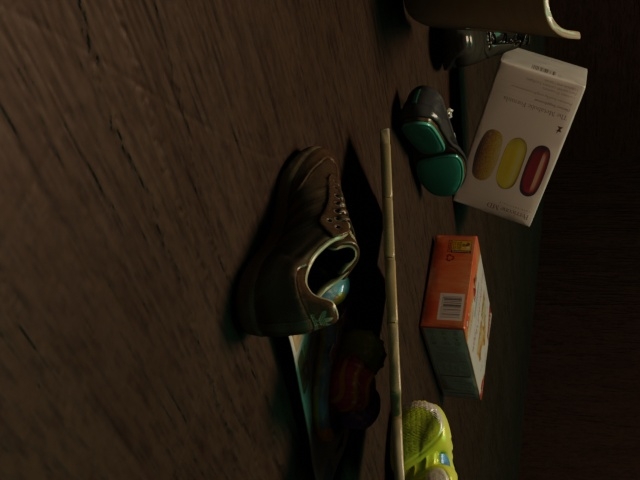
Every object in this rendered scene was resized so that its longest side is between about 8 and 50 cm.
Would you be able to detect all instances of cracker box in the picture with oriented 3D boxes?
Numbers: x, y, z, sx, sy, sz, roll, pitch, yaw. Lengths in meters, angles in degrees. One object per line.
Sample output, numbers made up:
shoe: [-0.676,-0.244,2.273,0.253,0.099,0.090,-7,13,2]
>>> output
cracker box: [0.208,0.119,1.275,0.232,0.067,0.155,67,31,-53]

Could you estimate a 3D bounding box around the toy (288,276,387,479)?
toy: [0.024,0.107,0.735,0.136,0.056,0.237,-66,151,-48]

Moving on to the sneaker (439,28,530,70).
sneaker: [0.251,-0.322,1.274,0.286,0.130,0.109,-49,137,-61]

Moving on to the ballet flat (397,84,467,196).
ballet flat: [0.144,-0.127,1.063,0.203,0.074,0.074,51,44,-60]

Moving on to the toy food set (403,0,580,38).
toy food set: [0.185,-0.372,0.911,0.093,0.220,0.305,-20,116,-30]

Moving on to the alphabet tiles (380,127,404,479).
alphabet tiles: [0.069,0.081,0.802,0.285,0.011,0.342,78,10,-60]

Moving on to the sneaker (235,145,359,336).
sneaker: [0.000,0.000,0.629,0.188,0.071,0.066,-70,154,-42]

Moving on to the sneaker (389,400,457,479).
sneaker: [0.129,0.317,1.014,0.126,0.091,0.240,48,46,-65]

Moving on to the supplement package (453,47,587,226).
supplement package: [0.323,-0.170,1.380,0.134,0.139,0.244,-52,159,-61]
